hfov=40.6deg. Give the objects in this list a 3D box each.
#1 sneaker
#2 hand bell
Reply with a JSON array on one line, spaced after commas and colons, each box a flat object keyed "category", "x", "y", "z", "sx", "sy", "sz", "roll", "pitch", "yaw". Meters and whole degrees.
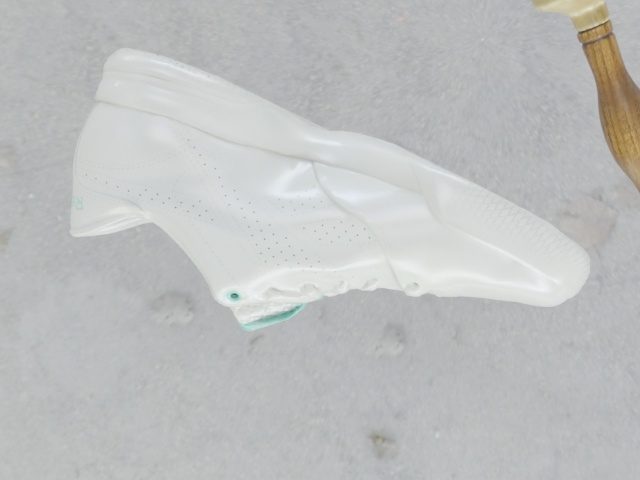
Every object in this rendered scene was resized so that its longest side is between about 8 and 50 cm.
[{"category": "sneaker", "x": 0.000, "y": 0.000, "z": 0.360, "sx": 0.212, "sy": 0.080, "sz": 0.094, "roll": 20, "pitch": 91, "yaw": 2}, {"category": "hand bell", "x": 0.205, "y": -0.145, "z": 0.634, "sx": 0.126, "sy": 0.126, "sz": 0.242, "roll": -23, "pitch": 103, "yaw": 15}]
